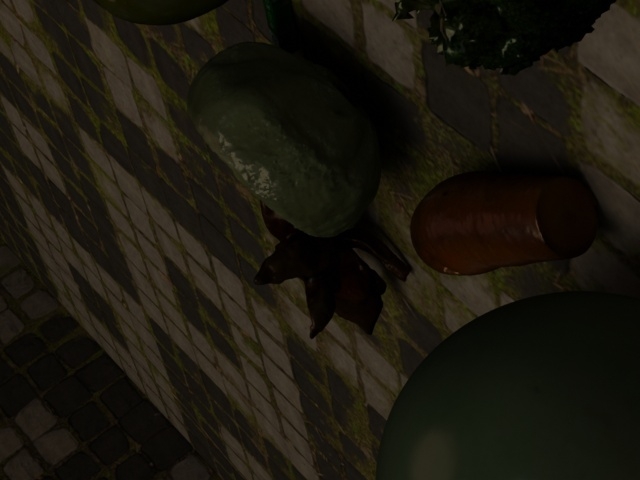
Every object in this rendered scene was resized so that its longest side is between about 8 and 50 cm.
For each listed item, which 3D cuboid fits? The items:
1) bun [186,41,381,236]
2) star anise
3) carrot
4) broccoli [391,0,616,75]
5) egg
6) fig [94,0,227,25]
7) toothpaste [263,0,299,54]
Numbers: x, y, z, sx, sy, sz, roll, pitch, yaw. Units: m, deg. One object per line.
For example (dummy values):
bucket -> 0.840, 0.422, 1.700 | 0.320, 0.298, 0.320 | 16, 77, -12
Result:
bun -> -0.023, -0.100, 1.270 | 0.195, 0.118, 0.195 | 41, -168, -11
star anise -> -0.005, -0.002, 1.430 | 0.212, 0.111, 0.196 | 30, -154, -49
carrot -> 0.135, -0.016, 1.119 | 0.087, 0.087, 0.193 | 56, 159, -7
broccoli -> 0.041, -0.239, 0.637 | 0.284, 0.321, 0.303 | -5, 129, 18
egg -> 0.181, 0.176, 1.036 | 0.276, 0.276, 0.389 | 53, 160, 4
fig -> -0.084, -0.305, 0.951 | 0.233, 0.233, 0.314 | 30, 129, 50
toothpaste -> -0.037, -0.202, 1.295 | 0.017, 0.020, 0.083 | 43, 159, 34
